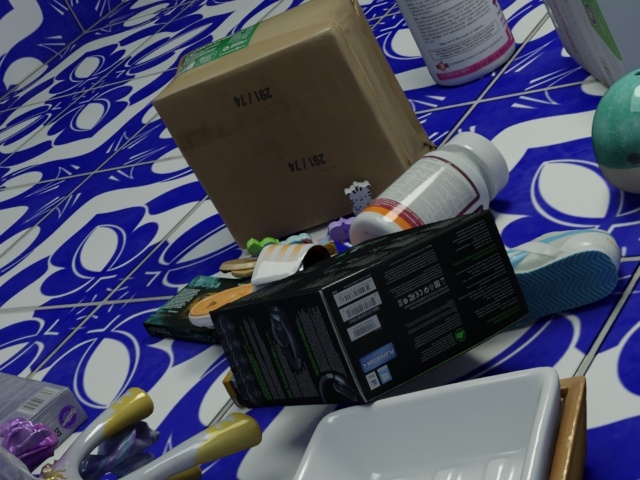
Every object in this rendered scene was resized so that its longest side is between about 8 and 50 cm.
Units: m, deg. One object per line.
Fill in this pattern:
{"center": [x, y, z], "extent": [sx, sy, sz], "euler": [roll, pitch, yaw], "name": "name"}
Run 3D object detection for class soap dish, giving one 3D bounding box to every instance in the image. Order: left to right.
{"center": [0.110, 0.245, 1.269], "extent": [0.290, 0.118, 0.229], "euler": [-15, 27, 27], "name": "soap dish"}

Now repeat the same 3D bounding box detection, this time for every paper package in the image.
{"center": [-0.038, -0.185, 2.073], "extent": [0.324, 0.310, 0.168], "euler": [-19, 25, 23], "name": "paper package"}

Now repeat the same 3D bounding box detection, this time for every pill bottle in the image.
{"center": [0.151, -0.045, 1.814], "extent": [0.221, 0.121, 0.121], "euler": [-42, 27, -29], "name": "pill bottle"}
{"center": [0.213, -0.424, 2.314], "extent": [0.160, 0.283, 0.160], "euler": [-24, 24, 11], "name": "pill bottle"}

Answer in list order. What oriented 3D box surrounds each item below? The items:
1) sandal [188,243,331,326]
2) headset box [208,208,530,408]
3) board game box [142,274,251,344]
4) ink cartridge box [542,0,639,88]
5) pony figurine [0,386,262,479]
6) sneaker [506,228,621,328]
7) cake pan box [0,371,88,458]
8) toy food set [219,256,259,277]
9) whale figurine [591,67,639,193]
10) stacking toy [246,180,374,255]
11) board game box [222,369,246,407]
{"center": [-0.077, 0.052, 1.806], "extent": [0.265, 0.076, 0.102], "euler": [-16, 21, 23], "name": "sandal"}
{"center": [0.044, 0.083, 1.523], "extent": [0.246, 0.131, 0.283], "euler": [-24, 5, -32], "name": "headset box"}
{"center": [-0.165, 0.100, 1.985], "extent": [0.126, 0.026, 0.186], "euler": [-41, 27, -31], "name": "board game box"}
{"center": [0.432, -0.343, 2.000], "extent": [0.119, 0.207, 0.353], "euler": [-29, 24, 3], "name": "ink cartridge box"}
{"center": [-0.291, 0.293, 1.486], "extent": [0.351, 0.303, 0.363], "euler": [7, 26, 41], "name": "pony figurine"}
{"center": [0.244, 0.044, 1.590], "extent": [0.228, 0.087, 0.092], "euler": [-11, 20, 23], "name": "sneaker"}
{"center": [-0.491, 0.292, 1.908], "extent": [0.245, 0.070, 0.267], "euler": [3, 39, 47], "name": "cake pan box"}
{"center": [-0.111, 0.040, 2.025], "extent": [0.082, 0.020, 0.083], "euler": [-13, 8, -41], "name": "toy food set"}
{"center": [0.464, -0.156, 1.653], "extent": [0.272, 0.141, 0.216], "euler": [-12, 21, 34], "name": "whale figurine"}
{"center": [0.000, 0.000, 1.940], "extent": [0.221, 0.052, 0.167], "euler": [-23, 27, 0], "name": "stacking toy"}
{"center": [-0.028, 0.138, 1.731], "extent": [0.141, 0.048, 0.170], "euler": [-13, 28, 34], "name": "board game box"}
